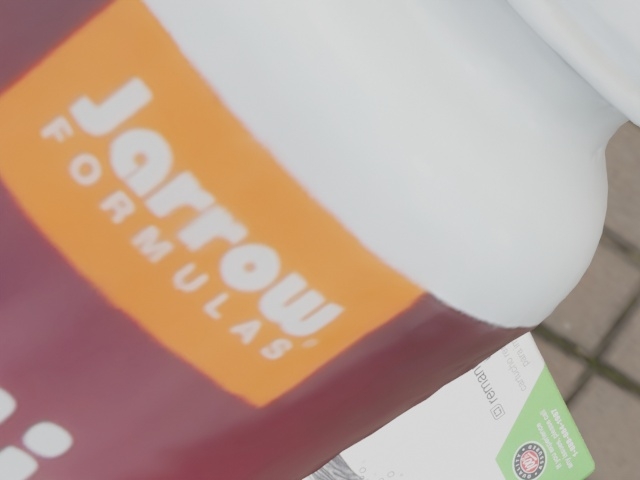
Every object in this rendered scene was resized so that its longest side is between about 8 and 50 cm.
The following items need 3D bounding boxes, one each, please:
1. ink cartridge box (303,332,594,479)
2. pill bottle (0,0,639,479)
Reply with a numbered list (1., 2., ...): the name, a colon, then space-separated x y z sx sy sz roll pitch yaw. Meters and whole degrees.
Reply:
1. ink cartridge box: 0.014 0.142 1.278 0.273 0.115 0.198 -37 124 -12
2. pill bottle: -0.067 -0.027 0.530 0.392 0.224 0.224 -36 116 19
